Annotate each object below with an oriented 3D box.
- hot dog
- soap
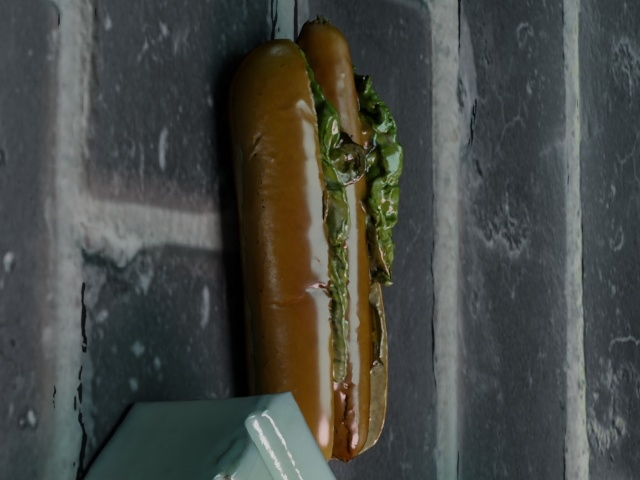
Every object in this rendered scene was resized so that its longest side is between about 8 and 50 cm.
[{"bbox_3d":[0.000,0.000,1.416,0.135,0.100,0.337,-5,91,-56],"label":"hot dog"},{"bbox_3d":[-0.043,0.281,1.313,0.208,0.115,0.347,-57,133,-41],"label":"soap"}]
